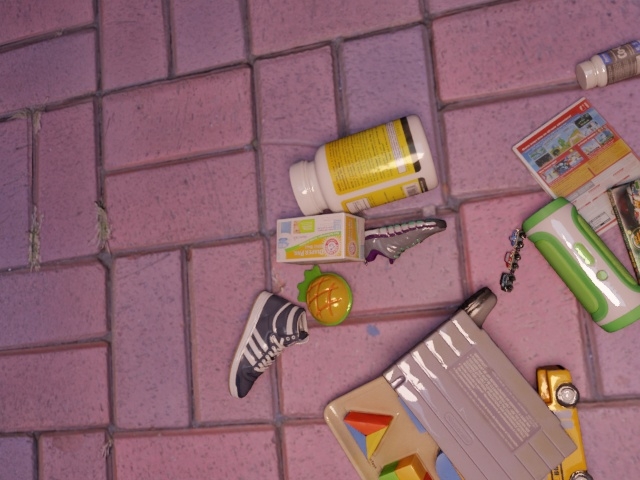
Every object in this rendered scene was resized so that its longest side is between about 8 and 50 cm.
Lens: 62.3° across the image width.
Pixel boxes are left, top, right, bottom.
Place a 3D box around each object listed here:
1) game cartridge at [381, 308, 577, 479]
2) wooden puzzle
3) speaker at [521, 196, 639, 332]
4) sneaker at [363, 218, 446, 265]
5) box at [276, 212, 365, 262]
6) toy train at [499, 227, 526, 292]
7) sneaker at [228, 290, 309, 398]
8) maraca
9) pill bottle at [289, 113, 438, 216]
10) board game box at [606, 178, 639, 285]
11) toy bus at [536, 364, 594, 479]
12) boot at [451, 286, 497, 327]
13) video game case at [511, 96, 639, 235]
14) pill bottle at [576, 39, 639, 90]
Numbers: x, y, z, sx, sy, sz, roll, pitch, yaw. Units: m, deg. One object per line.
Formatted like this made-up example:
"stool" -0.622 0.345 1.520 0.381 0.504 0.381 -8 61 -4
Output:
"game cartridge" 0.324 0.345 1.092 0.230 0.068 0.355 -37 82 -8
"wooden puzzle" 0.213 0.452 1.185 0.348 0.080 0.322 -34 85 22
"speaker" 0.583 0.051 1.170 0.131 0.131 0.296 -36 76 8
"sneaker" 0.206 0.005 1.312 0.224 0.083 0.098 -10 90 25
"box" 0.000 0.000 1.317 0.203 0.103 0.114 -6 81 33
"toy train" 0.456 0.045 1.259 0.036 0.027 0.158 13 87 27
"sneaker" -0.126 0.282 1.346 0.153 0.099 0.282 16 84 18
"maraca" 0.008 0.137 1.333 0.186 0.099 0.127 33 95 42
"pill bottle" 0.103 -0.170 1.297 0.334 0.188 0.188 -16 79 12
"board game box" 0.745 -0.013 1.169 0.136 0.030 0.259 -16 85 8
"toy bus" 0.505 0.447 1.150 0.130 0.108 0.332 -9 81 16
"boot" 0.358 0.291 1.216 0.223 0.118 0.338 36 107 14
"video game case" 0.623 -0.168 1.242 0.204 0.025 0.285 -36 76 8
"pill bottle" 0.676 -0.404 1.230 0.137 0.078 0.078 -18 78 12
